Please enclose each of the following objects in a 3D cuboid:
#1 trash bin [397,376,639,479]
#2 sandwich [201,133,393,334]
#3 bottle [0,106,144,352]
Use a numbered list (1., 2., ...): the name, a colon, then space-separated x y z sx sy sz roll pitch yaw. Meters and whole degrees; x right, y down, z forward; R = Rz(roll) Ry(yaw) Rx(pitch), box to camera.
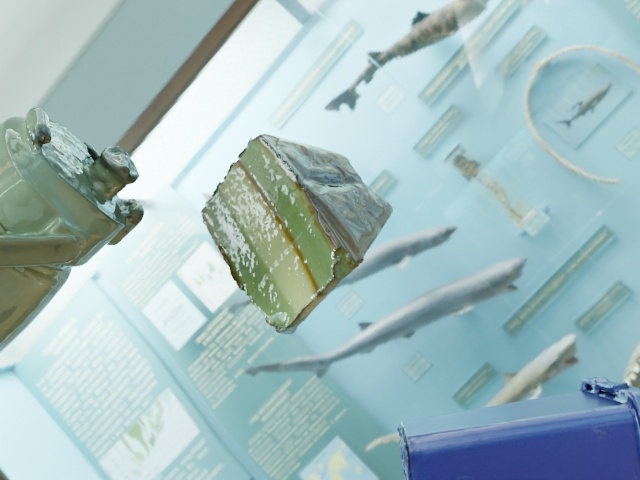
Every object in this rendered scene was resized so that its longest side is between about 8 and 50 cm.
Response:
1. trash bin: 0.191 0.213 0.623 0.234 0.163 0.184 -6 -7 3
2. sandwich: 0.000 0.000 0.890 0.198 0.227 0.155 9 -51 -47
3. bottle: -0.363 0.001 0.745 0.351 0.229 0.229 -37 -9 9
